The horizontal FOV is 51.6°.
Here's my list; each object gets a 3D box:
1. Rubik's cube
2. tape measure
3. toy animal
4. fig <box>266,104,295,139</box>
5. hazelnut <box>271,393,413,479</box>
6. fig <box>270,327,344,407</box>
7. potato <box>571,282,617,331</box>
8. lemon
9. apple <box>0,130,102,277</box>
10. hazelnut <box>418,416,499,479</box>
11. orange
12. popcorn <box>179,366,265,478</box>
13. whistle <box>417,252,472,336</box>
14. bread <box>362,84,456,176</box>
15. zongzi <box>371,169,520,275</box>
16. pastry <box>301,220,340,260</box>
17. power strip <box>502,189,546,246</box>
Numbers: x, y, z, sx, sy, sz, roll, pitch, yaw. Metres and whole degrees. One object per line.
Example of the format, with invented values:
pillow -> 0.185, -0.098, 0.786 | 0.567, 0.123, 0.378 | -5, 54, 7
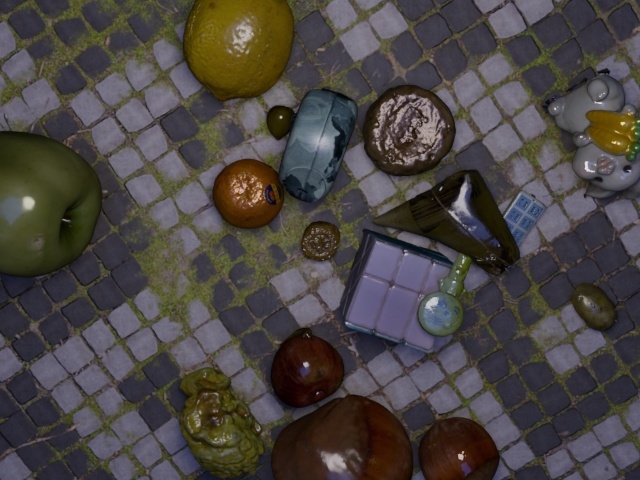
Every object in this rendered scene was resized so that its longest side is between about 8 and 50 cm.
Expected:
Rubik's cube -> 0.187, 0.117, 1.641 | 0.224, 0.231, 0.221 | 19, 97, -5
tape measure -> -0.014, -0.224, 1.577 | 0.147, 0.256, 0.275 | 18, 103, -3
toy animal -> 0.687, -0.238, 1.608 | 0.183, 0.247, 0.310 | -26, 82, 19
fig -> -0.101, -0.295, 1.661 | 0.074, 0.074, 0.088 | 13, 121, -3
hazelnut -> 0.060, 0.573, 1.677 | 0.372, 0.315, 0.372 | -1, 127, -1
fig -> -0.040, 0.320, 1.695 | 0.205, 0.205, 0.205 | 0, 98, -1
potato -> 0.720, 0.177, 1.738 | 0.091, 0.070, 0.138 | -40, 96, 3
lemon -> -0.183, -0.475, 1.539 | 0.258, 0.258, 0.310 | 26, 109, -4
apple -> -0.704, -0.086, 1.544 | 0.357, 0.357, 0.357 | 0, 98, -1
hazelnut -> 0.359, 0.567, 1.736 | 0.214, 0.176, 0.214 | -3, 70, 8
orange -> -0.177, -0.115, 1.641 | 0.177, 0.155, 0.178 | 0, 93, -8
popcorn -> -0.260, 0.476, 1.686 | 0.173, 0.225, 0.286 | -28, 99, -1
whistle -> 0.290, 0.124, 1.507 | 0.104, 0.057, 0.198 | 22, 90, 2
bread -> 0.215, -0.272, 1.643 | 0.230, 0.123, 0.230 | 1, 99, 4
zongzi -> 0.319, -0.004, 1.677 | 0.300, 0.145, 0.274 | -28, 88, 16
pastry -> 0.000, 0.000, 1.711 | 0.109, 0.057, 0.097 | -44, 102, 7
power strip -> 0.502, -0.039, 1.723 | 0.081, 0.035, 0.192 | 33, 95, -5
